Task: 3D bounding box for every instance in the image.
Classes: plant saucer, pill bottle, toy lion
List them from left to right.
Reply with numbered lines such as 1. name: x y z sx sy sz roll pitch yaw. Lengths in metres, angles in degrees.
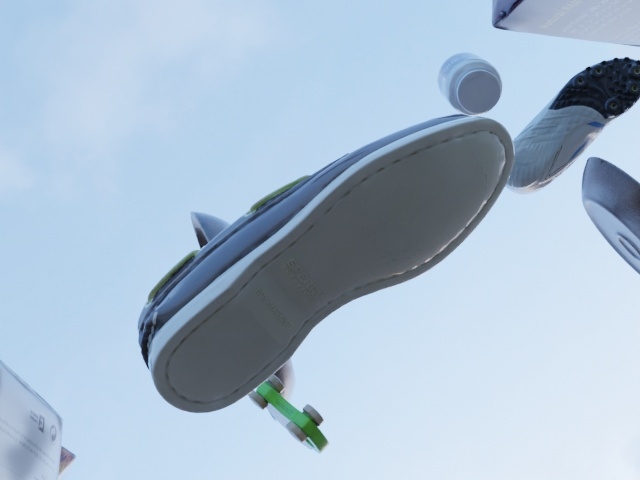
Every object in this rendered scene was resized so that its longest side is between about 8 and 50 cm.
1. plant saucer: -0.102 0.097 1.251 0.050 0.310 0.311 -21 -62 -11
2. toy lion: -0.026 0.182 0.909 0.034 0.100 0.096 -44 -45 -15
3. pill bottle: 0.177 -0.183 1.065 0.067 0.120 0.067 0 -73 0
4. plant saucer: 0.337 -0.003 0.949 0.036 0.198 0.198 -42 -56 3

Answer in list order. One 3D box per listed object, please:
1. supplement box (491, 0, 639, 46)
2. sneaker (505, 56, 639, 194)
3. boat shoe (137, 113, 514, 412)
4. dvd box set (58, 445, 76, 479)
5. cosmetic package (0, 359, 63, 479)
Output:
1. supplement box: 0.209 -0.127 0.386 0.239 0.130 0.073 5 -93 -8
2. sneaker: 0.337 -0.155 1.214 0.237 0.085 0.086 -42 -15 14
3. boat shoe: 0.000 0.000 0.698 0.324 0.097 0.116 -37 -56 -5
4. dvd box set: -0.497 0.270 1.056 0.307 0.420 0.062 32 -81 1
5. cosmetic package: -0.284 0.263 0.540 0.197 0.366 0.155 -8 -33 5
